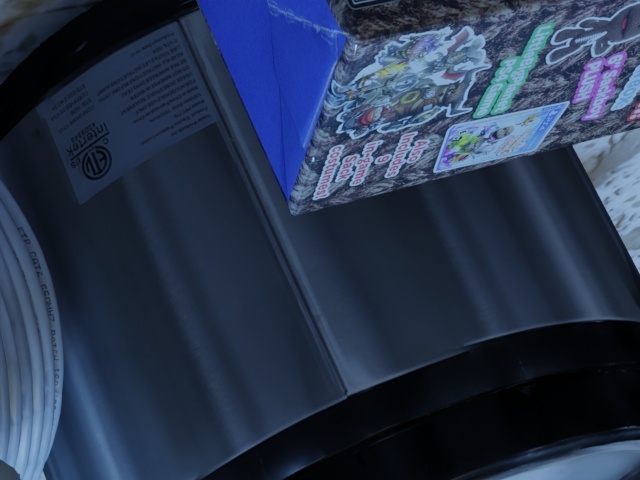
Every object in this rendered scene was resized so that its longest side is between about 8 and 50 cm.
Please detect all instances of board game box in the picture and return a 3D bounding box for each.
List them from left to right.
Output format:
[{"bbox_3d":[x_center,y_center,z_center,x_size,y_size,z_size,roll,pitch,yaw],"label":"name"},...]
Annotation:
[{"bbox_3d":[0.088,-0.172,0.906,0.291,0.232,0.141,-14,154,-20],"label":"board game box"}]

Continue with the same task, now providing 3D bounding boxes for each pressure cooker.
[{"bbox_3d":[0.009,0.085,1.121,0.375,0.420,0.370,-8,151,-33],"label":"pressure cooker"}]

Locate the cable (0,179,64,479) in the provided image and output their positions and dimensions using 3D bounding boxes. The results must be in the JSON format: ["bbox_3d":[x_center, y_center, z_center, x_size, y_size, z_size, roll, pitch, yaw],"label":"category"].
[{"bbox_3d":[-0.247,0.048,1.036,0.089,0.257,0.257,-24,122,-45],"label":"cable"}]

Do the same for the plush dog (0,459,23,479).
[{"bbox_3d":[-0.281,0.133,0.886,0.225,0.210,0.262,-36,163,24],"label":"plush dog"}]
